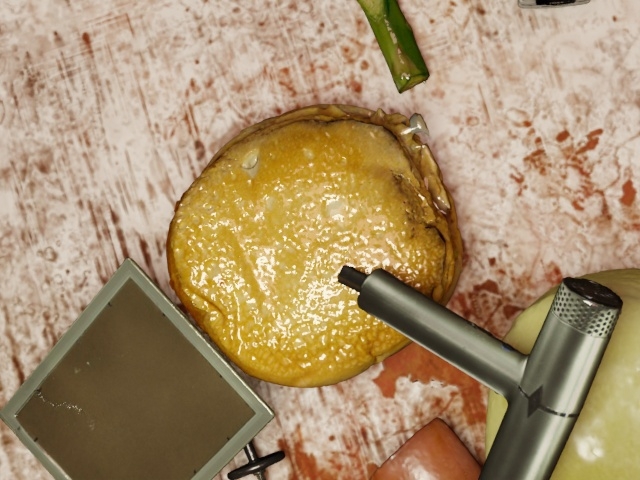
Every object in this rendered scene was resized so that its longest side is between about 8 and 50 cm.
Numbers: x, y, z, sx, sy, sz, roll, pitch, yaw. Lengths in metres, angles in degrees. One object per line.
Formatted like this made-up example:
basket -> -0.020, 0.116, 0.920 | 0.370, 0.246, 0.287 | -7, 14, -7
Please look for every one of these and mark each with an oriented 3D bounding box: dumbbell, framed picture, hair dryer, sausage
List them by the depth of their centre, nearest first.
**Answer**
hair dryer -> 0.140, 0.159, 1.370 | 0.284, 0.155, 0.320 | 28, 109, 48
sausage -> 0.168, 0.319, 1.510 | 0.113, 0.113, 0.259 | -40, 82, 3
framed picture -> -0.205, 0.187, 1.541 | 0.231, 0.018, 0.293 | 47, 121, 6
dumbbell -> -0.081, 0.222, 1.560 | 0.069, 0.069, 0.147 | -23, 86, 5

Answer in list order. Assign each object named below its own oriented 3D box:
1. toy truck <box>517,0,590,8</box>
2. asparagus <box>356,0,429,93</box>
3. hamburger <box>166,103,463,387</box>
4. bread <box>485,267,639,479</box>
toy truck -> 0.248, -0.377, 1.524 | 0.101, 0.125, 0.243 | -3, 88, 6
asparagus -> 0.071, -0.252, 1.580 | 0.045, 0.041, 0.178 | -22, 84, -3
hamburger -> 0.000, 0.000, 1.512 | 0.314, 0.170, 0.290 | -29, 88, 3
bread -> 0.325, 0.186, 1.438 | 0.320, 0.237, 0.321 | -2, 86, 30
